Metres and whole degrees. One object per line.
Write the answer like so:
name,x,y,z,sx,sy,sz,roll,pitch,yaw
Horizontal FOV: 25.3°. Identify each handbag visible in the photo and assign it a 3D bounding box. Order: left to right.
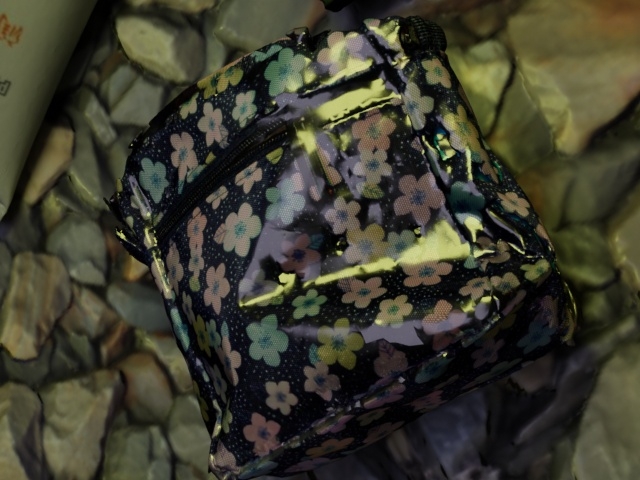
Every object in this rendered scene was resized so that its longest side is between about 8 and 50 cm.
handbag,0.000,0.000,0.725,0.229,0.127,0.207,-33,68,30

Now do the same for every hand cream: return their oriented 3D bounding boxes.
hand cream,-0.188,-0.165,0.872,0.140,0.089,0.314,39,119,14

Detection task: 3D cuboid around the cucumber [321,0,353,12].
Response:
cucumber,0.071,-0.202,0.717,0.211,0.062,0.078,-29,110,24
